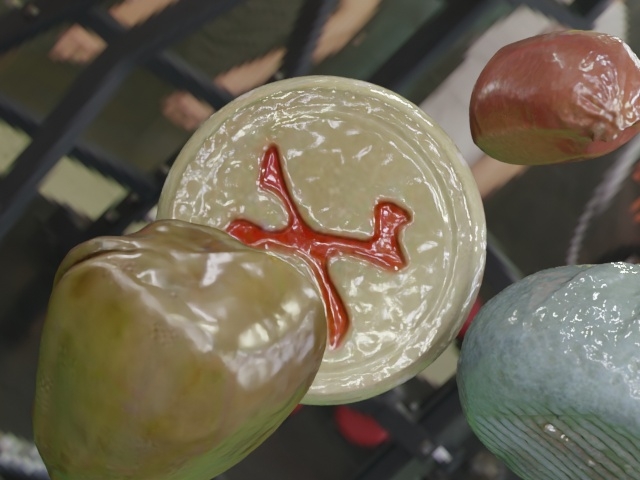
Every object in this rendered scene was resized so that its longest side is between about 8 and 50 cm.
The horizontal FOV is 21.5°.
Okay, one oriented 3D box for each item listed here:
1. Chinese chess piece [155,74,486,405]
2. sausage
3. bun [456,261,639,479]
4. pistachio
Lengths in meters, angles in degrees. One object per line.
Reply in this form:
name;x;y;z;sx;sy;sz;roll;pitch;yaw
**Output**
Chinese chess piece;0.000;0.000;1.723;0.338;0.338;0.140;46;2;1
sausage;0.252;-0.149;1.787;0.148;0.148;0.254;39;-22;-26
bun;0.307;0.146;1.607;0.362;0.211;0.362;28;-19;11
pistachio;-0.111;0.105;1.290;0.213;0.260;0.162;13;38;-9
